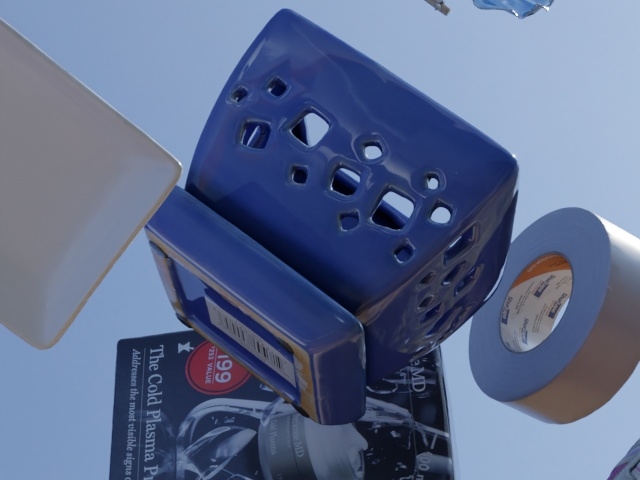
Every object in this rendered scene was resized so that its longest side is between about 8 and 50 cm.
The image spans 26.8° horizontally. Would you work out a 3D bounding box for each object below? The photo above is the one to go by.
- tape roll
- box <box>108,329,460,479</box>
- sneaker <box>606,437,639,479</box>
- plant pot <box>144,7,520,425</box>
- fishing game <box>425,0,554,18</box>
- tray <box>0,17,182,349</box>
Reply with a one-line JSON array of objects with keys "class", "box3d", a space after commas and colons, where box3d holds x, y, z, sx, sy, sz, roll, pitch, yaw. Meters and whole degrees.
[{"class": "tape roll", "box3d": [0.250, 0.078, 1.397, 0.072, 0.219, 0.219, 27, -78, -24]}, {"class": "box", "box3d": [-0.023, 0.252, 1.233, 0.312, 0.343, 0.179, -8, -40, 5]}, {"class": "sneaker", "box3d": [0.256, 0.208, 1.003, 0.111, 0.103, 0.252, -18, -46, -51]}, {"class": "plant pot", "box3d": [0.000, 0.000, 1.068, 0.212, 0.236, 0.236, -48, -18, -19]}, {"class": "fishing game", "box3d": [0.139, -0.270, 1.250, 0.264, 0.189, 0.041, -22, -32, -50]}, {"class": "tray", "box3d": [-0.214, -0.073, 0.722, 0.270, 0.030, 0.145, 38, -69, -4]}]
